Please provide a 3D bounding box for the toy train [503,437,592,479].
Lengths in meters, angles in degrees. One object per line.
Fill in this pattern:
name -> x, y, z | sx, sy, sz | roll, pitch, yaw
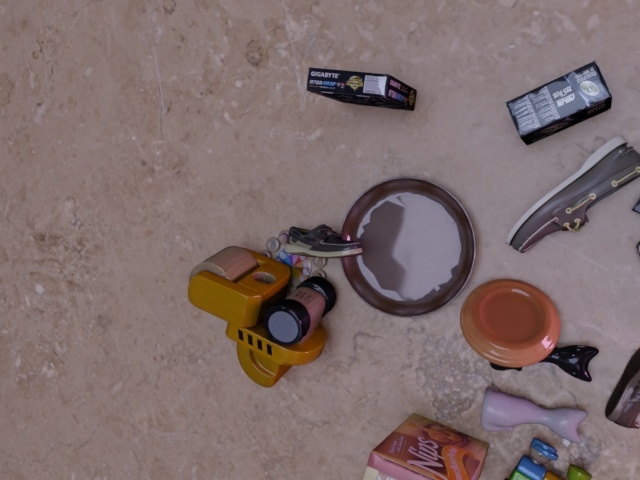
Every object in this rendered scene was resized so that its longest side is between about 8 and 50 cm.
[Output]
toy train -> 0.503, 0.520, 1.383 | 0.248, 0.105, 0.143 | 29, 94, 19

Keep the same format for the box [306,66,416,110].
box -> 0.093, -0.321, 1.465 | 0.175, 0.220, 0.051 | 11, 98, 22

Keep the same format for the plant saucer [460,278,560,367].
plant saucer -> 0.385, 0.159, 1.394 | 0.199, 0.037, 0.200 | -3, 56, 4

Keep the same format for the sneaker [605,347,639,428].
sneaker -> 0.636, 0.284, 1.352 | 0.071, 0.066, 0.188 | 26, 106, 3

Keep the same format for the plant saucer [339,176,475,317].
plant saucer -> 0.192, 0.014, 1.525 | 0.310, 0.050, 0.311 | 1, 92, 22

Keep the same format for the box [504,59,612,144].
box -> 0.470, -0.266, 1.353 | 0.180, 0.147, 0.078 | -23, 82, 20

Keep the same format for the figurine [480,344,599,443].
figurine -> 0.447, 0.301, 1.411 | 0.209, 0.092, 0.215 | 8, 95, 18

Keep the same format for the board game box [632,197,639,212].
board game box -> 0.735, -0.124, 1.304 | 0.165, 0.042, 0.243 | 31, 102, 19

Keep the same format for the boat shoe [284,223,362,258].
boat shoe -> 0.000, 0.000, 1.544 | 0.223, 0.080, 0.074 | 2, 95, 46

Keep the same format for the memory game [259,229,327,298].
memory game -> -0.069, 0.065, 1.651 | 0.186, 0.012, 0.186 | 0, 91, 22

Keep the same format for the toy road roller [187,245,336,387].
toy road roller -> -0.144, 0.182, 1.577 | 0.329, 0.202, 0.241 | 24, 115, 15

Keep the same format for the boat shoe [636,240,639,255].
boat shoe -> 0.699, 0.087, 1.317 | 0.233, 0.084, 0.079 | 56, 148, 4

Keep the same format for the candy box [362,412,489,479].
candy box -> 0.219, 0.452, 1.378 | 0.182, 0.316, 0.088 | 17, 97, 21

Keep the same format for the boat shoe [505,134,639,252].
boat shoe -> 0.504, -0.074, 1.364 | 0.305, 0.109, 0.091 | -43, 71, 13
